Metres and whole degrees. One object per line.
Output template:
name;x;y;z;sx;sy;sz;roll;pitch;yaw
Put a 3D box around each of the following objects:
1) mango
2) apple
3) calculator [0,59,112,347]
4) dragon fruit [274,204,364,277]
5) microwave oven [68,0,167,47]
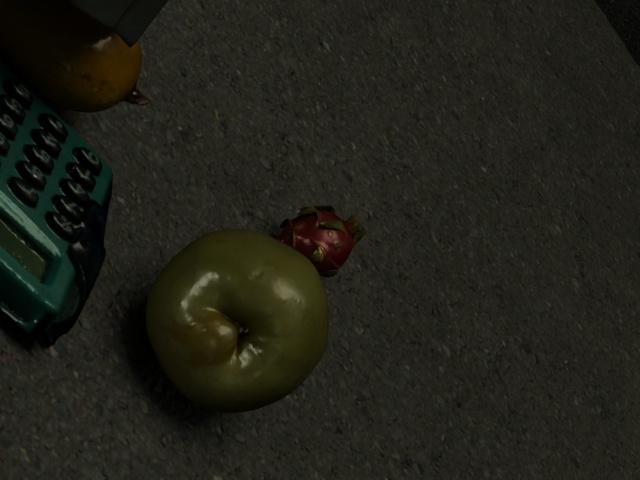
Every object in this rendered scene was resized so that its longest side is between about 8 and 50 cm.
mango;-0.296;-0.244;1.783;0.317;0.119;0.176;43;17;2
apple;-0.080;0.077;1.760;0.200;0.200;0.200;38;35;-33
calculator;-0.302;-0.061;1.672;0.248;0.058;0.274;46;30;-22
dragon fruit;0.001;0.002;2.055;0.116;0.081;0.086;-3;85;-45
microwave oven;-0.241;-0.433;1.766;0.374;0.236;0.432;36;15;-15
